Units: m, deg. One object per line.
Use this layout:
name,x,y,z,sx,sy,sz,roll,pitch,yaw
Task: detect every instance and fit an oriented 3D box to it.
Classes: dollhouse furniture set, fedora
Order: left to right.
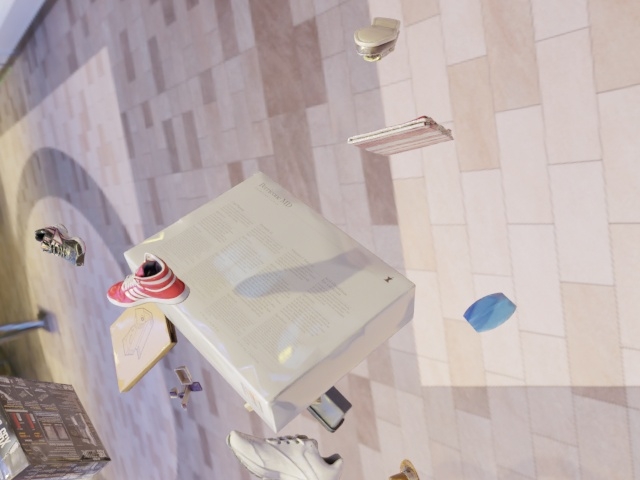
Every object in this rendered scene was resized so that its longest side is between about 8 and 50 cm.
dollhouse furniture set,-0.387,0.403,1.728,0.081,0.090,0.114,-82,-19,-51
fedora,0.259,0.783,1.999,0.194,0.079,0.195,173,90,-77

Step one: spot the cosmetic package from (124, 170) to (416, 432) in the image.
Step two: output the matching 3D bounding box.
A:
cosmetic package,-0.084,0.071,1.008,0.377,0.284,0.098,38,152,33

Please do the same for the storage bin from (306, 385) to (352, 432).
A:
storage bin,0.033,0.502,1.966,0.135,0.098,0.091,45,126,12

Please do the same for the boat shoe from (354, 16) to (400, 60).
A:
boat shoe,0.171,-0.592,1.917,0.116,0.324,0.097,13,122,10

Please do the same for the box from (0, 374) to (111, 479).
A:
box,-0.653,0.442,1.501,0.242,0.076,0.307,51,-178,23

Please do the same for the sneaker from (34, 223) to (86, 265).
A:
sneaker,-0.652,0.018,1.592,0.178,0.077,0.072,26,114,37

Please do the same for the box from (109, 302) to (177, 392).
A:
box,-0.372,0.195,1.331,0.201,0.021,0.165,-43,51,29

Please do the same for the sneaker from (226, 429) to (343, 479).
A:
sneaker,-0.080,0.502,1.492,0.129,0.297,0.111,-62,15,-4

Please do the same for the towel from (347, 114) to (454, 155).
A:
towel,0.241,-0.303,1.872,0.236,0.329,0.037,-12,86,24

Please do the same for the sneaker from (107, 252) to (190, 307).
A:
sneaker,-0.227,0.049,0.794,0.118,0.042,0.067,-5,139,21

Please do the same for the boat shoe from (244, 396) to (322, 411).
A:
boat shoe,-0.071,0.311,1.243,0.056,0.152,0.048,-41,61,62

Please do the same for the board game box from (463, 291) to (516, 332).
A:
board game box,0.488,0.214,1.821,0.033,0.133,0.169,56,-178,-20
